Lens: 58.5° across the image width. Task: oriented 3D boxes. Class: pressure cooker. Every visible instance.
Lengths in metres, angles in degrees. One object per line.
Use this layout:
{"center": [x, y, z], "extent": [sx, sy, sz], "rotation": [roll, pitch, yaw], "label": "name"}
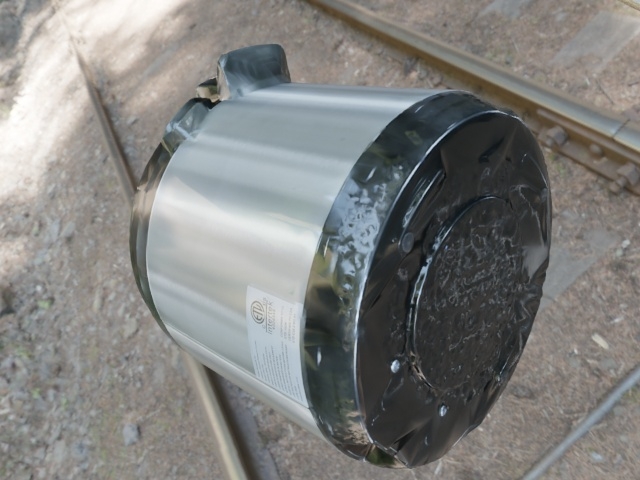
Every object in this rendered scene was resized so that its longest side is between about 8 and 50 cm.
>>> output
{"center": [-0.004, 0.001, 0.651], "extent": [0.420, 0.375, 0.370], "rotation": [16, 79, 42], "label": "pressure cooker"}

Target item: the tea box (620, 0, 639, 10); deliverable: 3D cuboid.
{"center": [0.427, -0.296, 0.430], "extent": [0.220, 0.328, 0.324], "rotation": [-67, 4, -53], "label": "tea box"}
